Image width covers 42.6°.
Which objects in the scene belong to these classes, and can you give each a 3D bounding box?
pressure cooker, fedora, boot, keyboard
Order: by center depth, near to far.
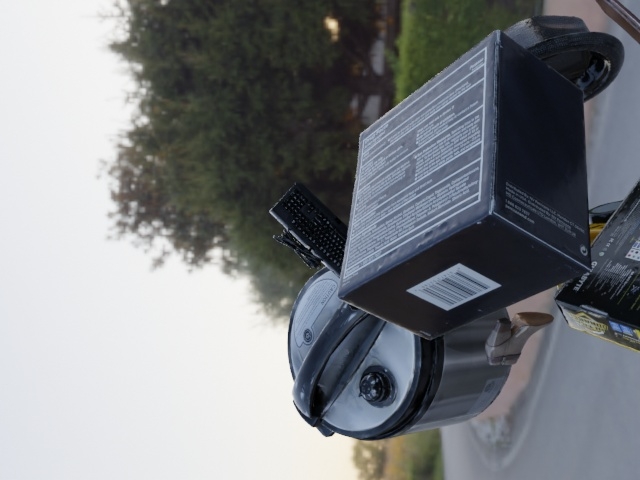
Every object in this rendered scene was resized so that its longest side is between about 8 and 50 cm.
[{"bbox_3d":[0.000,0.000,1.377,0.100,0.192,0.038,-47,8,-3],"label":"keyboard"},{"bbox_3d":[0.335,0.169,1.394,0.042,0.119,0.086,-117,27,-62],"label":"boot"},{"bbox_3d":[0.142,0.205,1.642,0.420,0.376,0.369,2,-97,-47],"label":"pressure cooker"},{"bbox_3d":[0.490,-0.403,1.825,0.334,0.334,0.152,76,-177,-65],"label":"fedora"}]

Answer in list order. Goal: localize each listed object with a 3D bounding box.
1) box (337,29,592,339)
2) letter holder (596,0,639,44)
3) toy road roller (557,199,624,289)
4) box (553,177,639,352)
[{"bbox_3d":[0.192,-0.064,1.105,0.296,0.183,0.294,-32,40,47],"label":"box"},{"bbox_3d":[0.463,-0.287,1.004,0.152,0.214,0.302,-50,-8,22],"label":"letter holder"},{"bbox_3d":[0.575,0.050,1.479,0.330,0.241,0.202,-2,107,58],"label":"toy road roller"},{"bbox_3d":[0.522,0.017,1.143,0.322,0.257,0.079,-50,-52,-15],"label":"box"}]
